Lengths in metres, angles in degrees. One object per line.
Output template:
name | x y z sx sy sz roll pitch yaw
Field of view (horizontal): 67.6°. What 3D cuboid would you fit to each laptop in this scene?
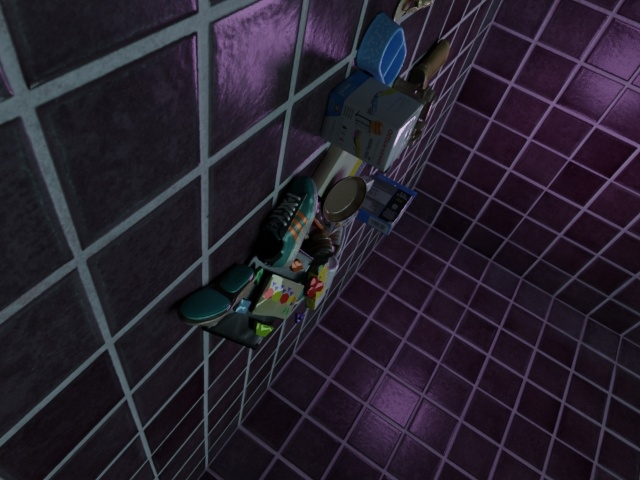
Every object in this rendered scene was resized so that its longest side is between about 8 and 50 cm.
laptop | -0.228 0.160 1.705 0.382 0.236 0.408 -58 139 -5

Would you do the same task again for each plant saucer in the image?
plant saucer | 0.081 -0.154 1.730 0.199 0.036 0.198 -25 140 -24

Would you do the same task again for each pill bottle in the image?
pill bottle | -0.005 0.175 2.330 0.131 0.131 0.229 -44 162 -48

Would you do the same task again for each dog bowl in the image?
dog bowl | 0.194 -0.568 1.462 0.166 0.074 0.297 -60 168 6

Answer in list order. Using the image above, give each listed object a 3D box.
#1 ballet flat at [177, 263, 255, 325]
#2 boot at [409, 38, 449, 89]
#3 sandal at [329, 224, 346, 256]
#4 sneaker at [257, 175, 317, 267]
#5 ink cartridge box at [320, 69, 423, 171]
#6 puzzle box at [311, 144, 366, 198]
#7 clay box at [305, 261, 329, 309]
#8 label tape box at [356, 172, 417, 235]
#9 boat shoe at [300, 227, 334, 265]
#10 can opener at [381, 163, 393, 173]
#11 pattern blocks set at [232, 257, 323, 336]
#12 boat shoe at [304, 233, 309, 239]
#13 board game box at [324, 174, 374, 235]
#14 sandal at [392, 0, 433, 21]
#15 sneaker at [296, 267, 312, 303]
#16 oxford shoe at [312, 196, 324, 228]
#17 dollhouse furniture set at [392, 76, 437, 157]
ballet flat | -0.282 0.175 1.326 0.316 0.107 0.106 -37 154 -56
boot | 0.477 -0.731 2.130 0.269 0.089 0.236 -51 166 -34
sandal | 0.080 -0.052 2.281 0.102 0.076 0.265 130 -25 -75
sneaker | -0.103 -0.057 1.454 0.121 0.108 0.302 9 102 -55
ink cartridge box | 0.150 -0.356 1.427 0.168 0.233 0.171 -49 164 -37
puzzle box | 0.081 -0.266 1.794 0.272 0.052 0.409 -59 168 2
clay box | -0.014 0.180 2.096 0.127 0.053 0.222 -49 150 -54
label tape box | 0.323 -0.218 2.412 0.333 0.241 0.106 -52 164 -28
boat shoe | -0.025 0.031 1.908 0.123 0.120 0.324 -5 166 -20
can opener | 0.318 -0.439 2.226 0.074 0.093 0.280 -48 159 -35
pattern blocks set | -0.140 0.192 1.611 0.285 0.026 0.325 -57 139 -6
boat shoe | -0.077 -0.040 1.622 0.223 0.080 0.073 -136 -133 -85
board game box | 0.112 -0.150 1.947 0.305 0.053 0.193 -36 154 -59
sandal | 0.316 -0.757 1.463 0.240 0.079 0.088 -56 167 -9
sneaker | -0.099 0.175 2.107 0.275 0.107 0.110 -56 155 -43
oxford shoe | -0.024 -0.107 1.686 0.098 0.097 0.271 -65 168 -2
dollhouse furniture set | 0.280 -0.443 1.841 0.355 0.174 0.303 -53 166 -27
